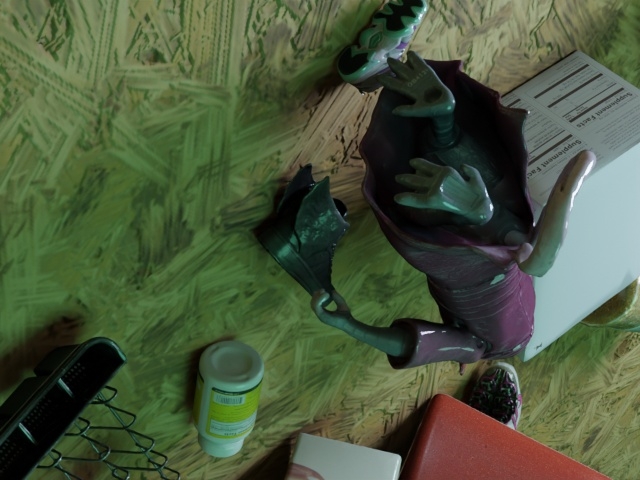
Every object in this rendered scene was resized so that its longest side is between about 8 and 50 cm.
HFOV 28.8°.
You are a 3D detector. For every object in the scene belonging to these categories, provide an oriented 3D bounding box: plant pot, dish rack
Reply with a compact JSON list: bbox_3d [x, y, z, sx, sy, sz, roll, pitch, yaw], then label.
[{"bbox_3d":[0.185,0.407,1.580,0.236,0.267,0.267,-45,157,-53],"label":"plant pot"},{"bbox_3d":[-0.200,0.239,1.071,0.208,0.074,0.271,-51,125,-32],"label":"dish rack"}]

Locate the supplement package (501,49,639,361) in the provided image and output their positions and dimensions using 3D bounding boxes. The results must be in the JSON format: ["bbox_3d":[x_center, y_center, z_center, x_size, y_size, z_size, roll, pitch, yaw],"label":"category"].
[{"bbox_3d":[0.256,-0.036,1.378,0.204,0.145,0.262,-33,145,-23],"label":"supplement package"}]

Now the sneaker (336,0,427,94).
[{"bbox_3d":[0.063,-0.170,1.112,0.098,0.038,0.069,-41,150,7],"label":"sneaker"}]

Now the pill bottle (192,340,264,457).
[{"bbox_3d":[-0.094,0.161,1.246,0.065,0.065,0.116,-22,140,-35],"label":"pill bottle"}]

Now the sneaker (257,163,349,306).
[{"bbox_3d":[-0.001,-0.002,1.196,0.089,0.051,0.170,-44,145,-1],"label":"sneaker"}]

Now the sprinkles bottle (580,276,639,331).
[{"bbox_3d":[0.460,0.073,1.757,0.355,0.121,0.121,11,116,-53],"label":"sprinkles bottle"}]

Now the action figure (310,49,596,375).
[{"bbox_3d":[0.152,0.005,1.145,0.248,0.276,0.370,-57,145,-28],"label":"action figure"}]

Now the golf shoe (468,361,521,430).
[{"bbox_3d":[0.245,0.225,1.728,0.186,0.067,0.086,90,22,-44],"label":"golf shoe"}]

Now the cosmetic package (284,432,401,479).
[{"bbox_3d":[-0.006,0.381,1.382,0.296,0.129,0.153,-70,170,-47],"label":"cosmetic package"}]
